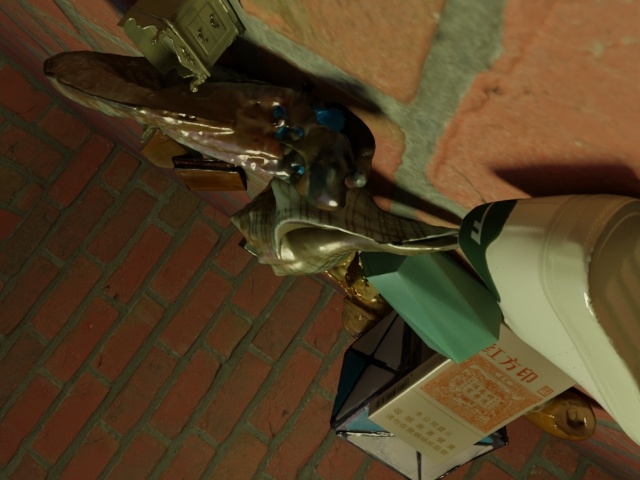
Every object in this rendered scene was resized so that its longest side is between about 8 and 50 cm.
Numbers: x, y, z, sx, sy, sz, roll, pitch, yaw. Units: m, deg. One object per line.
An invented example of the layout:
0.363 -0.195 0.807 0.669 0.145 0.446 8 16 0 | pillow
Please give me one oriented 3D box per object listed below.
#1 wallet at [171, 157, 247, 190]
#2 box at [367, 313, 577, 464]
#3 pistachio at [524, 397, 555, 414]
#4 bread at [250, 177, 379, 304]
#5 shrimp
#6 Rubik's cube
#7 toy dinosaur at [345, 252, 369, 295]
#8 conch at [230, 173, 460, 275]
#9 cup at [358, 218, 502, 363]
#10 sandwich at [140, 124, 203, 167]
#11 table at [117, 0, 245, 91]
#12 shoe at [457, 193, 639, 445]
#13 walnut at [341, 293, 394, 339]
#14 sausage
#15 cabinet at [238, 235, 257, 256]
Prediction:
-0.267 -0.162 1.249 0.161 0.041 0.195 2 171 0 | wallet
0.287 0.301 0.992 0.205 0.365 0.051 36 -150 -11 | box
0.423 0.301 1.118 0.215 0.144 0.144 38 173 2 | pistachio
0.000 0.000 1.003 0.275 0.114 0.184 36 -173 -26 | bread
-0.136 -0.154 0.572 0.446 0.109 0.221 25 -156 27 | shrimp
0.238 0.370 1.251 0.305 0.307 0.310 37 -147 -13 | Rubik's cube
0.057 0.049 0.772 0.041 0.026 0.113 54 -153 -14 | toy dinosaur
0.006 -0.043 0.726 0.387 0.169 0.203 -13 164 35 | conch
0.176 0.073 0.801 0.134 0.148 0.236 -17 130 39 | cup
-0.357 -0.236 1.178 0.096 0.094 0.258 -7 166 4 | sandwich
-0.133 -0.206 0.489 0.062 0.083 0.079 32 171 27 | table
0.261 0.087 0.479 0.363 0.131 0.160 44 168 -29 | shoe
0.175 0.231 1.492 0.245 0.198 0.198 30 173 -1 | walnut
0.561 0.416 1.277 0.134 0.115 0.354 3 172 1 | sausage
-0.188 -0.001 1.782 0.150 0.145 0.206 36 173 -15 | cabinet
